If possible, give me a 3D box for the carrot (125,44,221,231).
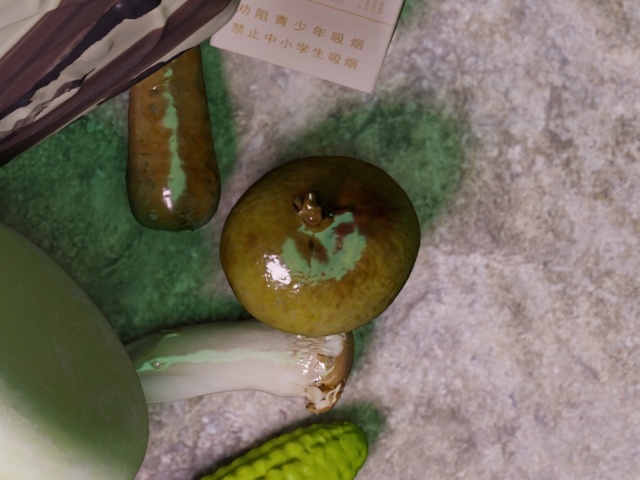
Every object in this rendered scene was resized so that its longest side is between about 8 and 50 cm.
[{"bbox_3d":[-0.119,-0.153,1.353,0.078,0.078,0.298,-3,101,-10],"label":"carrot"}]

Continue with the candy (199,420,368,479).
[{"bbox_3d":[-0.048,0.220,1.448,0.209,0.097,0.096,-34,108,-9],"label":"candy"}]

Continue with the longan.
[{"bbox_3d":[0.000,0.000,1.360,0.145,0.176,0.155,39,73,11],"label":"longan"}]

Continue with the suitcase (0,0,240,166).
[{"bbox_3d":[-0.255,-0.188,1.164,0.351,0.339,0.194,-31,72,9],"label":"suitcase"}]

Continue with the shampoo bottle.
[{"bbox_3d":[-0.312,0.152,1.260,0.317,0.322,0.322,-39,108,12],"label":"shampoo bottle"}]

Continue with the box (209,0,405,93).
[{"bbox_3d":[0.004,-0.217,1.299,0.141,0.058,0.201,16,135,0],"label":"box"}]

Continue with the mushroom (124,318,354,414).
[{"bbox_3d":[-0.076,0.104,1.426,0.209,0.071,0.084,-2,137,-7],"label":"mushroom"}]
